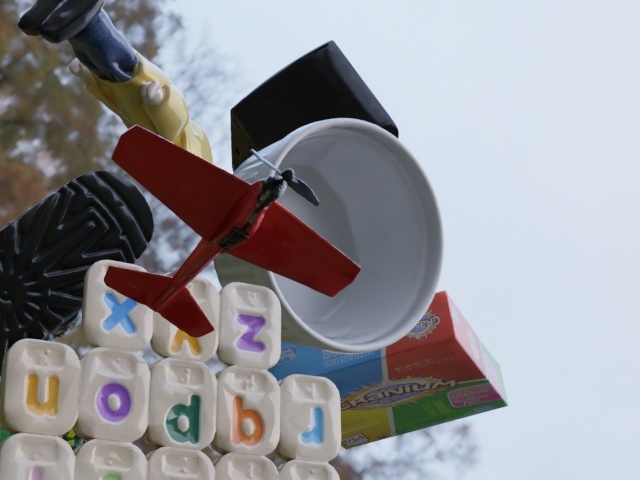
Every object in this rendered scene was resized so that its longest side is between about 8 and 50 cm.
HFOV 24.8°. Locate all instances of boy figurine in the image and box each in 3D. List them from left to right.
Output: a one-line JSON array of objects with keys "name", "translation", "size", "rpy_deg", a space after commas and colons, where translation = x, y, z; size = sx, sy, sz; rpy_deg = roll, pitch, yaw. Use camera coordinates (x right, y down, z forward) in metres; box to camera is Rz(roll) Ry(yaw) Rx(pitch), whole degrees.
[{"name": "boy figurine", "translation": [-0.218, -0.163, 1.623], "size": [0.177, 0.092, 0.285], "rpy_deg": [25, -24, 44]}]

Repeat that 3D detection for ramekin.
[{"name": "ramekin", "translation": [0.000, 0.000, 1.300], "size": [0.109, 0.207, 0.207], "rpy_deg": [-9, -62, 53]}]

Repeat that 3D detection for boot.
[{"name": "boot", "translation": [-0.327, 0.066, 1.435], "size": [0.131, 0.348, 0.260], "rpy_deg": [61, -22, -3]}]

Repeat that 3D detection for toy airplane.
[{"name": "toy airplane", "translation": [-0.060, 0.003, 0.769], "size": [0.151, 0.028, 0.151], "rpy_deg": [7, -44, 7]}]

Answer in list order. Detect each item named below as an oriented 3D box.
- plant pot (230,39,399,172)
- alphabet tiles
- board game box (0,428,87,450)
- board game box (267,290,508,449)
[{"name": "plant pot", "translation": [-0.018, -0.118, 1.906], "size": [0.187, 0.167, 0.188], "rpy_deg": [56, -23, 33]}, {"name": "alphabet tiles", "translation": [-0.109, 0.159, 1.108], "size": [0.021, 0.284, 0.278], "rpy_deg": [-28, -123, 54]}, {"name": "board game box", "translation": [-0.256, 0.254, 1.148], "size": [0.136, 0.260, 0.030], "rpy_deg": [-16, -49, 20]}, {"name": "board game box", "translation": [0.090, 0.174, 1.862], "size": [0.242, 0.064, 0.316], "rpy_deg": [-17, -25, 13]}]
